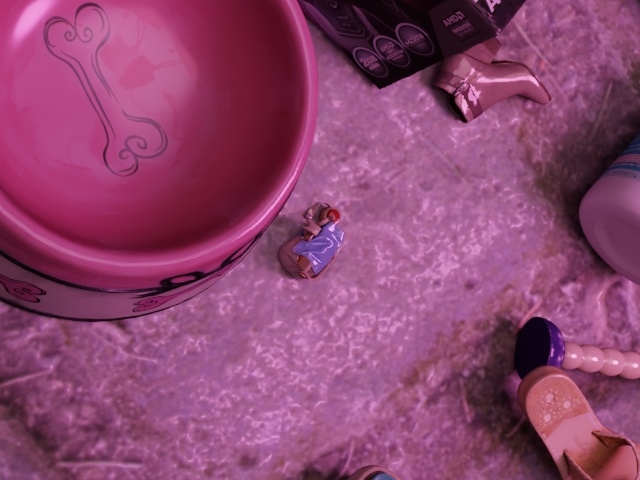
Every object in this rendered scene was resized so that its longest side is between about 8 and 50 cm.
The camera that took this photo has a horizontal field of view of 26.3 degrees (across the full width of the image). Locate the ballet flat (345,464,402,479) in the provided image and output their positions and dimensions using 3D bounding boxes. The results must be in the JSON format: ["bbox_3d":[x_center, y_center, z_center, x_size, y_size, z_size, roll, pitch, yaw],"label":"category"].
[{"bbox_3d":[0.107,0.316,1.327,0.086,0.086,0.248,-43,97,-20],"label":"ballet flat"}]

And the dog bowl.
[{"bbox_3d":[-0.182,-0.133,1.204,0.408,0.150,0.408,2,85,-22],"label":"dog bowl"}]

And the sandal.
[{"bbox_3d":[0.284,0.228,1.381,0.088,0.079,0.240,-40,117,4],"label":"sandal"}]

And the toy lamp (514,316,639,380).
[{"bbox_3d":[0.342,0.132,1.445,0.275,0.080,0.080,12,81,-22],"label":"toy lamp"}]

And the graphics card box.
[{"bbox_3d":[0.005,-0.317,1.253,0.371,0.233,0.094,43,67,-15],"label":"graphics card box"}]

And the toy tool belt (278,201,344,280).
[{"bbox_3d":[0.000,0.000,1.323,0.052,0.051,0.083,41,71,-15],"label":"toy tool belt"}]

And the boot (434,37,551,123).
[{"bbox_3d":[0.175,-0.156,1.420,0.118,0.042,0.087,42,78,-14],"label":"boot"}]

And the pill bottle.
[{"bbox_3d":[0.405,-0.080,1.451,0.146,0.146,0.264,48,71,-13],"label":"pill bottle"}]
